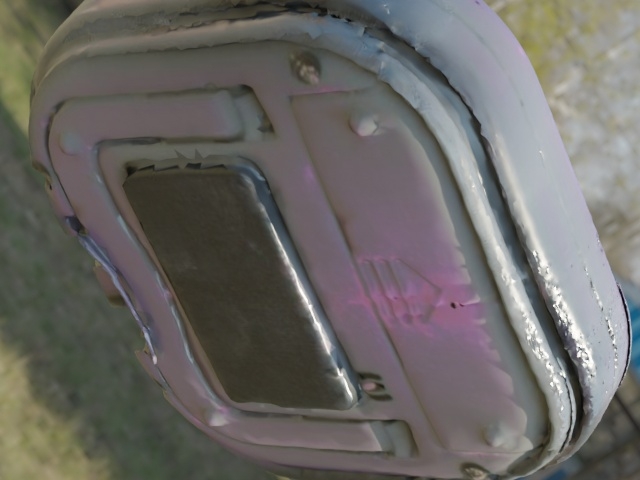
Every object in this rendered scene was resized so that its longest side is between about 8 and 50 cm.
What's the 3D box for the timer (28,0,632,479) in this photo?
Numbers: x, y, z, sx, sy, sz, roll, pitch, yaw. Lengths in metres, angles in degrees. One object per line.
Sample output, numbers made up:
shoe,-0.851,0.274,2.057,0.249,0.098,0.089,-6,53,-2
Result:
timer,0.000,0.000,0.645,0.069,0.191,0.208,-55,129,-40
